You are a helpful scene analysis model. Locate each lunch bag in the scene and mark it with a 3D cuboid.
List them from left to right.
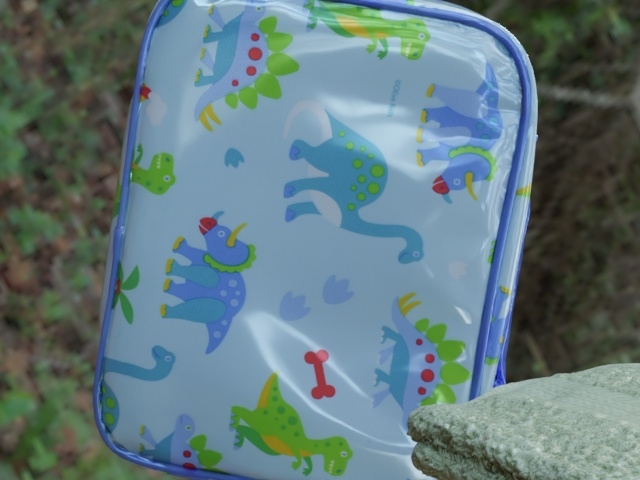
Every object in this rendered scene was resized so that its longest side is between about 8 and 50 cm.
[{"bbox_3d":[0.000,0.000,0.816,0.090,0.176,0.219,-81,179,-81],"label":"lunch bag"}]

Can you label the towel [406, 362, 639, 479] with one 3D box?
[{"bbox_3d":[0.107,0.071,0.672,0.148,0.110,0.027,17,-64,59],"label":"towel"}]
